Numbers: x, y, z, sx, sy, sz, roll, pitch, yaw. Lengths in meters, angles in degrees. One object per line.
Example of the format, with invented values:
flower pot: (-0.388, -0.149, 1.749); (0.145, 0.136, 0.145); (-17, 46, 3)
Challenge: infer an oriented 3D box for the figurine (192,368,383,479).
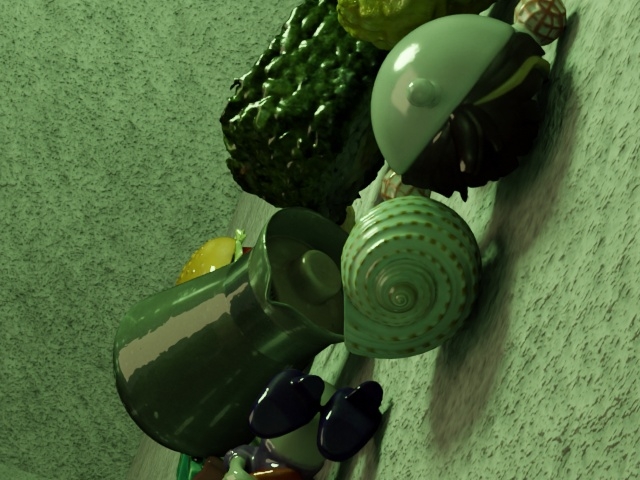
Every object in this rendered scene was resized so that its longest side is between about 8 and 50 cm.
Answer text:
figurine: (-0.054, 0.273, 1.601); (0.193, 0.154, 0.421); (-73, 10, -45)

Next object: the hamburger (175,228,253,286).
hamburger: (-0.168, 0.114, 2.380); (0.274, 0.212, 0.274); (-161, 90, -80)

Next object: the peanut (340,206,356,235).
peanut: (0.000, 0.000, 1.986); (0.159, 0.109, 0.140); (-62, 17, -19)

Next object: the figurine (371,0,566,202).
figurine: (0.140, -0.161, 1.352); (0.281, 0.167, 0.370); (-53, 9, 16)

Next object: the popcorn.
popcorn: (0.128, -0.346, 1.559); (0.235, 0.242, 0.250); (37, 110, 49)

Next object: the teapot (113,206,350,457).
teapot: (-0.088, 0.123, 1.749); (0.344, 0.253, 0.300); (-37, -11, 35)

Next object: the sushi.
sushi: (0.022, -0.192, 1.797); (0.352, 0.178, 0.294); (-56, -17, -14)

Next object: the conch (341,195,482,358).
conch: (0.100, 0.036, 1.279); (0.200, 0.131, 0.172); (-33, -52, -57)

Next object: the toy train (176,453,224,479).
toy train: (-0.197, 0.393, 2.307); (0.298, 0.120, 0.194); (-131, 53, -79)

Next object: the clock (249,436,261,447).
clock: (-0.086, 0.239, 1.967); (0.184, 0.040, 0.184); (177, 90, -67)
